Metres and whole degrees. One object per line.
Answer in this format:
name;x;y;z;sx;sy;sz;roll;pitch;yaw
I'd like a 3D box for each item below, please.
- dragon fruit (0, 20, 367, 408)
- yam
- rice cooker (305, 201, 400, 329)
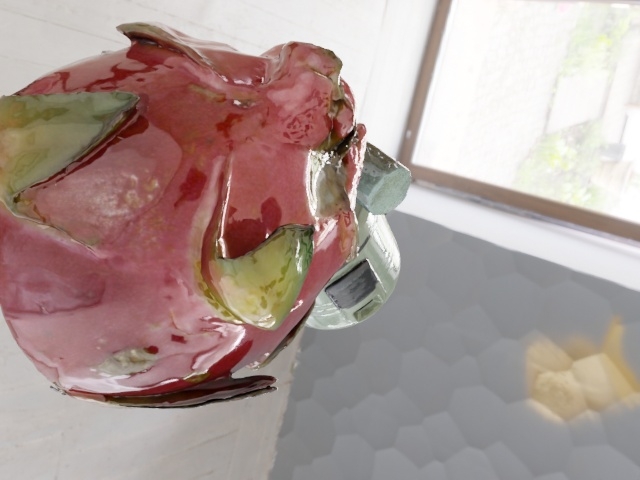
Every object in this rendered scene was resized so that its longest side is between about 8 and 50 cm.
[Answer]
dragon fruit;-0.074;-0.022;0.459;0.305;0.225;0.306;-5;90;-77
yam;0.022;-0.099;0.667;0.068;0.169;0.068;-40;154;-24
rice cooker;0.000;0.000;0.855;0.226;0.226;0.244;-53;140;-21
